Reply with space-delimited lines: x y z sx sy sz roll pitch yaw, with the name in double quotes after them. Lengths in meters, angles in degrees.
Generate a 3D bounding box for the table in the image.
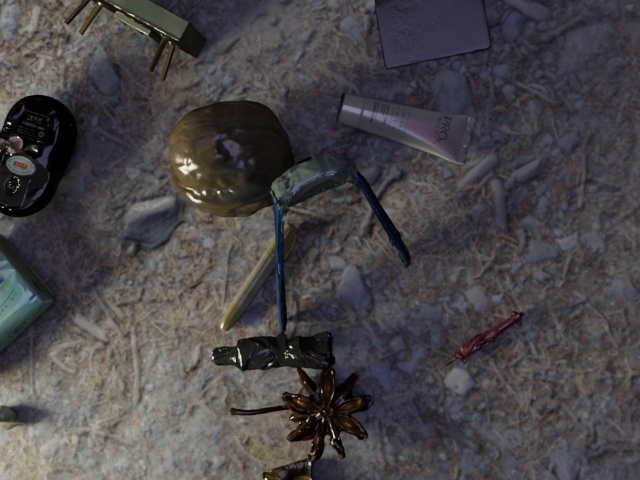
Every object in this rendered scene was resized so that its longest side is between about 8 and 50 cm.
-0.350 -0.392 1.528 0.240 0.121 0.111 30 92 8 "table"

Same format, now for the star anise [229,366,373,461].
-0.019 0.289 1.483 0.234 0.073 0.177 30 76 5 "star anise"

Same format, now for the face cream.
0.150 -0.207 1.496 0.244 0.058 0.092 14 85 1 "face cream"

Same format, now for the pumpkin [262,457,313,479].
-0.054 0.437 1.504 0.101 0.035 0.073 -15 76 2 "pumpkin"

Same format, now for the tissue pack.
-0.651 0.135 1.560 0.263 0.089 0.177 -43 83 4 "tissue pack"

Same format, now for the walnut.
-0.155 -0.138 1.451 0.224 0.224 0.224 0 88 7 "walnut"

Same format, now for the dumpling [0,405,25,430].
-0.599 0.333 1.561 0.077 0.059 0.043 39 84 8 "dumpling"

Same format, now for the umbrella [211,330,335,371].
-0.088 0.204 1.487 0.236 0.059 0.066 -7 61 18 "umbrella"

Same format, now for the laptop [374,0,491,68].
0.203 -0.393 1.515 0.197 0.016 0.135 -9 88 8 "laptop"

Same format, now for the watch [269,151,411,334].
-0.013 0.002 1.434 0.276 0.068 0.274 -30 127 3 "watch"

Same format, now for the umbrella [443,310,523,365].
0.289 0.175 1.476 0.165 0.025 0.027 -35 62 3 "umbrella"

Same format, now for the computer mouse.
-0.535 -0.153 1.555 0.137 0.096 0.233 21 86 2 "computer mouse"

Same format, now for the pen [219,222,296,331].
-0.111 0.070 1.527 0.040 0.032 0.233 32 94 -16 "pen"
